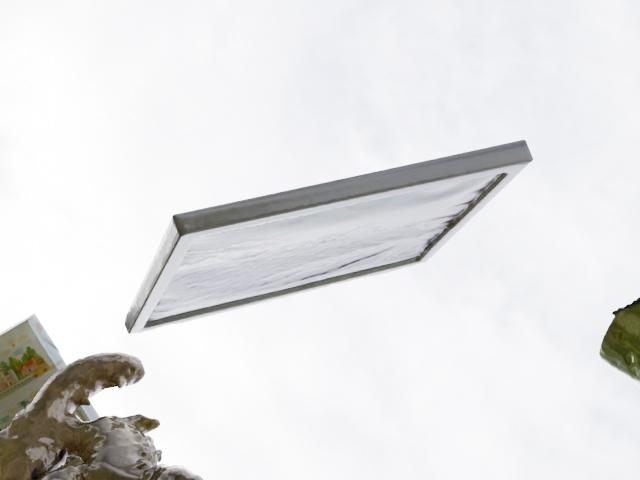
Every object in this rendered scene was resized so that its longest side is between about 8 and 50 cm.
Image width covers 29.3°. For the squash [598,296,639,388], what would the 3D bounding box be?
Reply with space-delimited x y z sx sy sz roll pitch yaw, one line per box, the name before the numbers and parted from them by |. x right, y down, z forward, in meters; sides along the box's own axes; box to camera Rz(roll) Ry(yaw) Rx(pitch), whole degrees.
squash | 0.382 0.131 1.007 0.287 0.137 0.137 38 -59 33

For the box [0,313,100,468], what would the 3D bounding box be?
box | -0.259 0.191 1.139 0.122 0.032 0.220 -30 -83 11

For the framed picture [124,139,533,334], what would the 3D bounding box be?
framed picture | 0.000 0.001 0.878 0.018 0.265 0.192 69 -25 16

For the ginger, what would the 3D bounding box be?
ginger | -0.168 0.191 0.936 0.259 0.149 0.065 49 -13 47
